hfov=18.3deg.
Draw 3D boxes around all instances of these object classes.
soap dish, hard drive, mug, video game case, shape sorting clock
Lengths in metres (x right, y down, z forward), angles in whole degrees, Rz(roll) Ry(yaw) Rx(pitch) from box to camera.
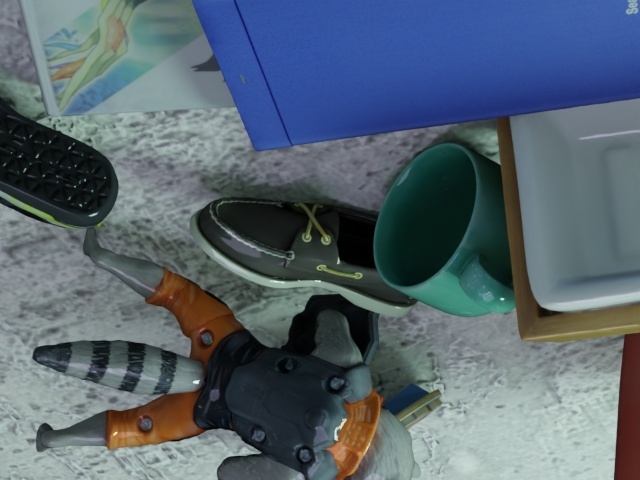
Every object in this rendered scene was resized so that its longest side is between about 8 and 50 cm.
[{"bbox_3d":[0.289,-0.039,1.537,0.290,0.229,0.118,-8,156,9],"label":"soap dish"},{"bbox_3d":[0.085,-0.153,1.445,0.318,0.040,0.210,-8,149,9],"label":"hard drive"},{"bbox_3d":[0.120,0.009,1.628,0.097,0.158,0.129,25,144,-33],"label":"mug"},{"bbox_3d":[-0.079,-0.220,1.449,0.299,0.036,0.329,-3,140,3],"label":"video game case"},{"bbox_3d":[0.029,0.201,1.857,0.040,0.206,0.206,52,128,6],"label":"shape sorting clock"}]

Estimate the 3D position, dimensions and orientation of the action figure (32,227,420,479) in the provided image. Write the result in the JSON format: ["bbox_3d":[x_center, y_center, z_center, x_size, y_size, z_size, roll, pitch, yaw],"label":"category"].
[{"bbox_3d":[-0.080,0.174,1.688,0.330,0.341,0.178,15,175,6],"label":"action figure"}]

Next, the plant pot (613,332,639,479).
[{"bbox_3d":[0.377,0.158,1.742,0.274,0.243,0.275,0,140,0],"label":"plant pot"}]

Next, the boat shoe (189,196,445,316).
[{"bbox_3d":[0.000,0.000,1.680,0.227,0.081,0.069,16,135,-29],"label":"boat shoe"}]

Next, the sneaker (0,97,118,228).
[{"bbox_3d":[-0.271,-0.070,1.583,0.234,0.084,0.097,35,158,-17],"label":"sneaker"}]
